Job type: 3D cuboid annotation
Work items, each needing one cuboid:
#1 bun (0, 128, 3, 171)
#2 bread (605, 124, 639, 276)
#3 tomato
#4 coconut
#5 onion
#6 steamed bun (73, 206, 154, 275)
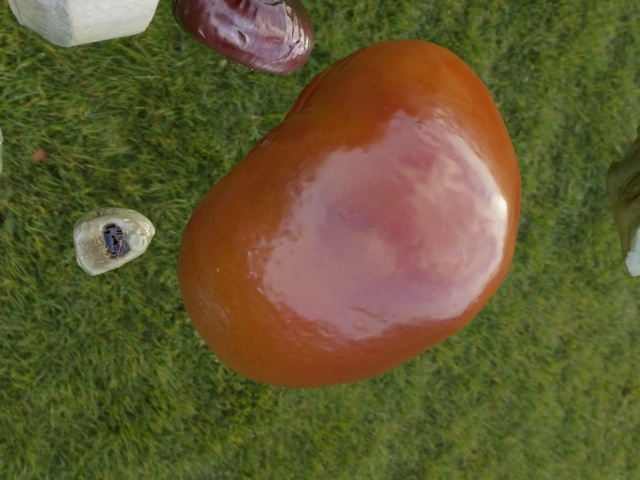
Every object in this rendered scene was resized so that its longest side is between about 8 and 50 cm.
[{"bbox_3d":[-0.677,-0.178,1.449,0.118,0.195,0.195,-31,120,-57],"label":"bun"},{"bbox_3d":[0.560,-0.060,1.205,0.252,0.238,0.196,-63,146,-49],"label":"bread"},{"bbox_3d":[0.025,-0.015,0.537,0.180,0.260,0.260,42,77,-11],"label":"tomato"},{"bbox_3d":[-0.354,-0.430,1.224,0.266,0.237,0.237,-24,112,-25],"label":"coconut"},{"bbox_3d":[-0.155,-0.533,1.788,0.347,0.347,0.285,17,115,-34],"label":"onion"},{"bbox_3d":[-0.461,-0.005,1.807,0.155,0.172,0.141,-9,106,10],"label":"steamed bun"}]
